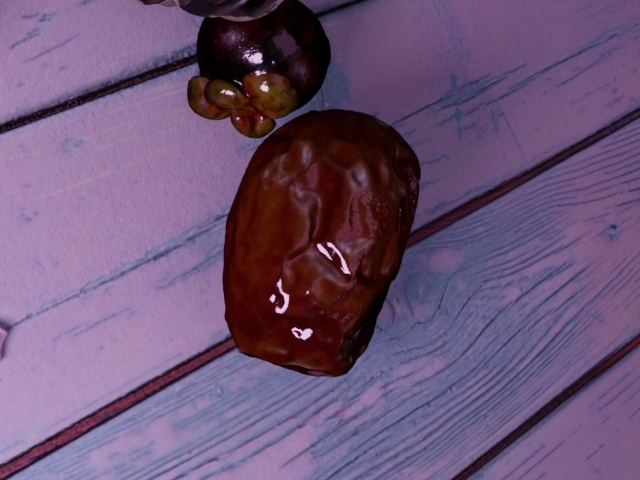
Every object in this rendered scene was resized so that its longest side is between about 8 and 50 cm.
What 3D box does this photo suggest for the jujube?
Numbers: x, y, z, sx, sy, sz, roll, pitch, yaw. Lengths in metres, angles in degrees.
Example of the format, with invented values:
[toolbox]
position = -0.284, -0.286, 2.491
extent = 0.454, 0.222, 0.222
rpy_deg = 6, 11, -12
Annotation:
[jujube]
position = 0.000, -0.001, 1.755
extent = 0.276, 0.276, 0.377
rpy_deg = 19, 75, -38

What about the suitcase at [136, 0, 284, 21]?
[suitcase]
position = -0.139, -0.453, 1.643
extent = 0.194, 0.351, 0.339
rpy_deg = -13, 83, -57

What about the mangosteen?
[mangosteen]
position = -0.085, -0.255, 1.769
extent = 0.210, 0.210, 0.210
rpy_deg = 7, 79, -40

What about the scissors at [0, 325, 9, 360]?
[scissors]
position = -0.472, 0.138, 1.493
extent = 0.212, 0.021, 0.110
rpy_deg = -35, 105, -39
